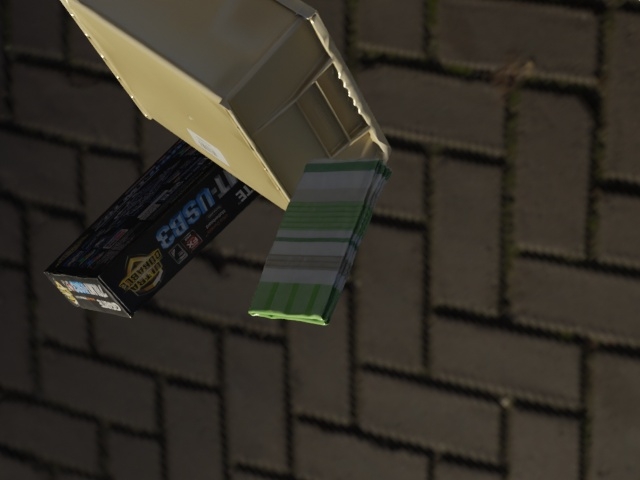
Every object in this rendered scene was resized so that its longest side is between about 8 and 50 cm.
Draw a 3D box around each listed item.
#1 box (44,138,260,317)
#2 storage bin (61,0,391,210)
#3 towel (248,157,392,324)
[{"bbox_3d":[-0.186,-0.035,2.144,0.073,0.295,0.293,49,164,-14],"label":"box"},{"bbox_3d":[-0.089,-0.160,1.714,0.262,0.123,0.260,35,168,33],"label":"storage bin"},{"bbox_3d":[0.000,0.000,1.514,0.023,0.152,0.113,30,164,-33],"label":"towel"}]
